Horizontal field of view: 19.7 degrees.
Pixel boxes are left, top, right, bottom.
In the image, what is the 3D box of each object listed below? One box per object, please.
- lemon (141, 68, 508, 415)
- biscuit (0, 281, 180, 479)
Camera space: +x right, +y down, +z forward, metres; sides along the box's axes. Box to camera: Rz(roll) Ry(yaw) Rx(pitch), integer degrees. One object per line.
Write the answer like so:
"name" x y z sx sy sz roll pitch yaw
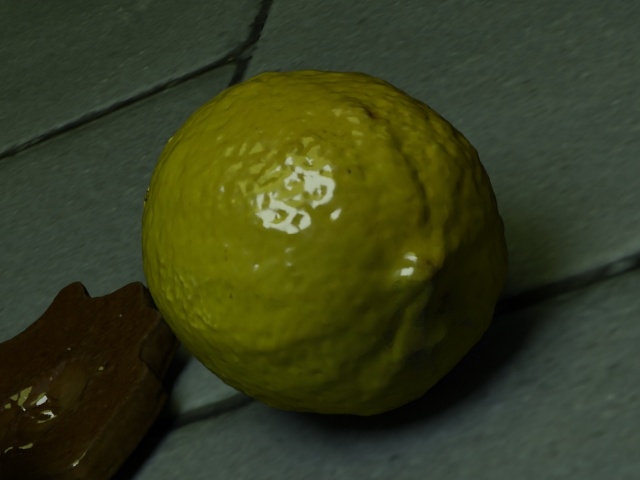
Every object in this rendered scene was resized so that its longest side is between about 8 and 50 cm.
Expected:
"lemon" 0.002 0.000 0.926 0.193 0.180 0.180 -8 33 41
"biscuit" -0.160 0.095 1.086 0.182 0.034 0.215 -23 28 21
